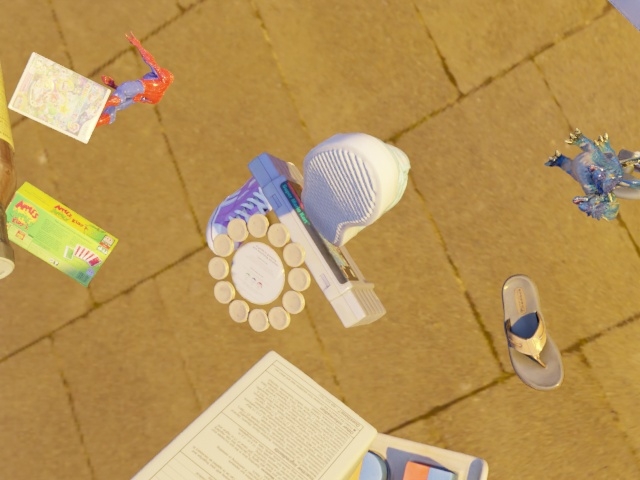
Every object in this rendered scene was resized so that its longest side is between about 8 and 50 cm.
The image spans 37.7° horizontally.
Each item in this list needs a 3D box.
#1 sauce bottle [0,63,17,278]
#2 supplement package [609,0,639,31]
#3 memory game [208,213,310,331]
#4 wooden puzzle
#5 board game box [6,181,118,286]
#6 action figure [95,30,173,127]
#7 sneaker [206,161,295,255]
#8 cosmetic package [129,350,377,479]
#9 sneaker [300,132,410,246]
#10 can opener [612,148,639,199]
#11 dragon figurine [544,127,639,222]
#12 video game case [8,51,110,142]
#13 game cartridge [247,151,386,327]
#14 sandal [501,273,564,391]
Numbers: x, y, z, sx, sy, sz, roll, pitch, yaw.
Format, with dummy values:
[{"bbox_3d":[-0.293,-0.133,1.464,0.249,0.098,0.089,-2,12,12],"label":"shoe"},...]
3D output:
[{"bbox_3d":[-0.438,-0.116,1.166,0.111,0.111,0.345,-27,64,19],"label":"sauce bottle"},{"bbox_3d":[0.511,-0.430,1.366,0.145,0.204,0.262,-37,77,-13],"label":"supplement package"},{"bbox_3d":[-0.096,0.050,1.443,0.186,0.012,0.186,6,102,30],"label":"memory game"},{"bbox_3d":[0.129,0.547,1.826,0.347,0.080,0.322,8,78,28],"label":"wooden puzzle"},{"bbox_3d":[-0.447,-0.009,1.589,0.181,0.043,0.092,33,117,-10],"label":"board game box"},{"bbox_3d":[-0.386,-0.305,1.785,0.139,0.280,0.091,44,123,6],"label":"action figure"},{"bbox_3d":[-0.152,-0.087,2.186,0.161,0.102,0.282,-20,30,50],"label":"sneaker"},{"bbox_3d":[-0.091,0.268,0.968,0.160,0.309,0.113,36,132,14],"label":"cosmetic package"},{"bbox_3d":[0.065,-0.101,1.339,0.150,0.366,0.135,-41,90,-13],"label":"sneaker"},{"bbox_3d":[0.605,-0.093,1.596,0.280,0.074,0.093,21,92,40],"label":"can opener"},{"bbox_3d":[0.429,-0.085,1.387,0.085,0.289,0.144,-49,57,25],"label":"dragon figurine"},{"bbox_3d":[-0.376,-0.205,1.354,0.011,0.122,0.087,20,85,63],"label":"video game case"},{"bbox_3d":[0.000,0.000,1.776,0.068,0.230,0.355,-33,81,6],"label":"game cartridge"},{"bbox_3d":[0.370,0.160,1.659,0.089,0.060,0.220,-13,71,15],"label":"sandal"}]
